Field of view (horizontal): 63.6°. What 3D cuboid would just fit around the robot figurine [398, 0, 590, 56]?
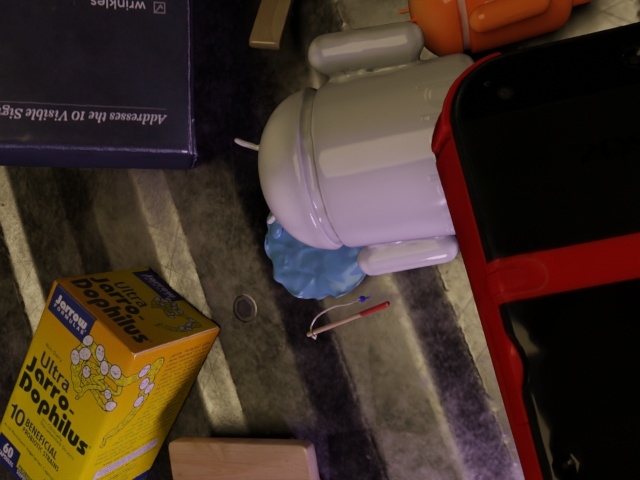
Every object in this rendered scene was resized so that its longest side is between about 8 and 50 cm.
[{"bbox_3d":[0.196,-0.285,0.585,0.219,0.128,0.158,-12,75,15],"label":"robot figurine"}]

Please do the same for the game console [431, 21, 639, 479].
[{"bbox_3d":[0.292,-0.010,0.336,0.387,0.060,0.342,-12,69,6],"label":"game console"}]

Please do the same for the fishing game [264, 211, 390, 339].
[{"bbox_3d":[0.000,0.000,0.760,0.189,0.041,0.264,-26,73,24],"label":"fishing game"}]

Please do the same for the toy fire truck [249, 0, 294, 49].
[{"bbox_3d":[-0.002,-0.379,0.686,0.217,0.158,0.246,14,111,24],"label":"toy fire truck"}]

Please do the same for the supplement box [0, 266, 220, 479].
[{"bbox_3d":[-0.362,0.250,0.868,0.194,0.195,0.356,34,107,20],"label":"supplement box"}]

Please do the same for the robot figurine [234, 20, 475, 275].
[{"bbox_3d":[0.077,-0.098,0.609,0.354,0.200,0.299,-8,110,18],"label":"robot figurine"}]

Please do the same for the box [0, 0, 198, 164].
[{"bbox_3d":[-0.409,-0.339,0.675,0.480,0.297,0.471,0,93,-14],"label":"box"}]

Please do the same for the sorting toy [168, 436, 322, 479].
[{"bbox_3d":[-0.093,0.426,0.807,0.257,0.089,0.255,-10,89,27],"label":"sorting toy"}]
